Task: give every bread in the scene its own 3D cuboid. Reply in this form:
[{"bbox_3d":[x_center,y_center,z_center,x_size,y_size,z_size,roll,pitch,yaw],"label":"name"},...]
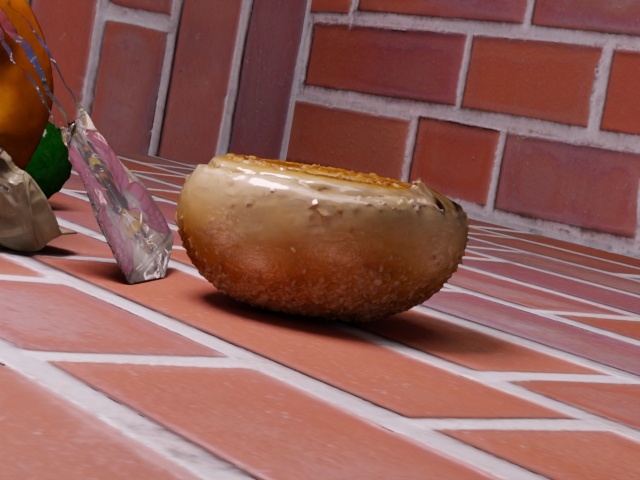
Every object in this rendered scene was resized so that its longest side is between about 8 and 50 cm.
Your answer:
[{"bbox_3d":[0.000,0.000,1.550,0.306,0.158,0.305,8,2,0],"label":"bread"}]

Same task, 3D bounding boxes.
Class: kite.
[{"bbox_3d":[-0.263,-0.113,1.623,0.022,0.360,0.204,-30,10,14],"label":"kite"}]

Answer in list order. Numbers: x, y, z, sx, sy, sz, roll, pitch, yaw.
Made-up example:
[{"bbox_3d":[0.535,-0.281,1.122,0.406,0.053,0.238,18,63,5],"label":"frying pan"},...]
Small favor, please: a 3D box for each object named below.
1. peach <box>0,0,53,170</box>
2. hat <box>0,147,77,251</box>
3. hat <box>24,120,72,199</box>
[{"bbox_3d":[-0.492,-0.181,1.738,0.302,0.342,0.343,5,2,34],"label":"peach"},{"bbox_3d":[-0.344,-0.041,1.689,0.122,0.081,0.166,52,3,6],"label":"hat"},{"bbox_3d":[-0.525,-0.202,2.266,0.400,0.285,0.285,15,7,21],"label":"hat"}]
